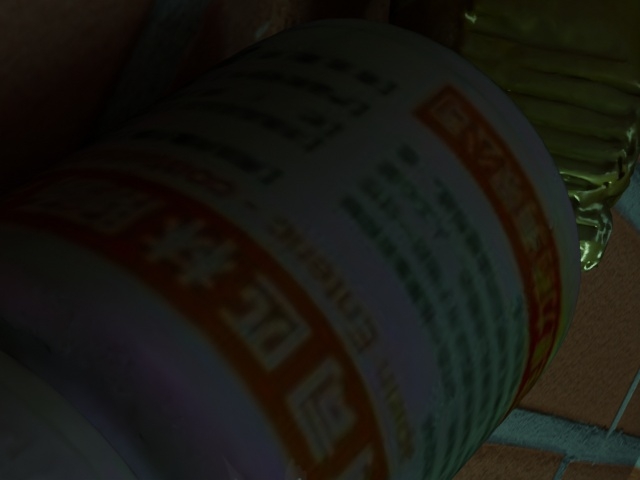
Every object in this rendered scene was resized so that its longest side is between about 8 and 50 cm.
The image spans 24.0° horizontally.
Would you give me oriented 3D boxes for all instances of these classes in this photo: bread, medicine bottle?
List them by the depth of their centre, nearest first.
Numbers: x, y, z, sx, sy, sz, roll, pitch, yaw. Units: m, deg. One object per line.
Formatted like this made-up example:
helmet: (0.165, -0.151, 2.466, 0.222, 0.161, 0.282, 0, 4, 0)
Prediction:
medicine bottle: (-0.069, 0.070, 0.607, 0.388, 0.219, 0.219, -37, 146, -45)
bread: (0.100, -0.101, 0.816, 0.179, 0.133, 0.250, 102, -3, -77)
